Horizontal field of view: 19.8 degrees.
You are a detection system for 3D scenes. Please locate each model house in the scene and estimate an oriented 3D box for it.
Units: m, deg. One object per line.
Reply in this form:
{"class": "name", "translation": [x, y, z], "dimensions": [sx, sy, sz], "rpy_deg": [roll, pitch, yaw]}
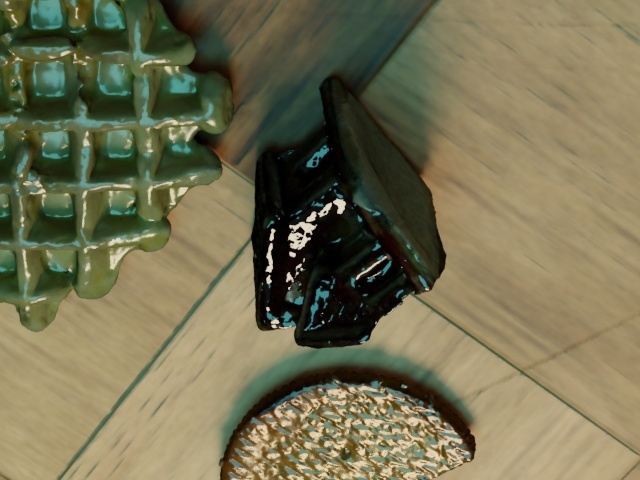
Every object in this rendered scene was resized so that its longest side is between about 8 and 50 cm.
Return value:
{"class": "model house", "translation": [0.001, 0.004, 1.245], "dimensions": [0.106, 0.165, 0.152], "rpy_deg": [36, 118, -27]}

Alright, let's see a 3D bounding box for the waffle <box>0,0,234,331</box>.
{"class": "waffle", "translation": [-0.224, -0.084, 1.278], "dimensions": [0.309, 0.056, 0.292], "rpy_deg": [-39, 104, 21]}

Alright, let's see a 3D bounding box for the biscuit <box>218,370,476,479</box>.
{"class": "biscuit", "translation": [0.006, 0.157, 1.375], "dimensions": [0.206, 0.025, 0.126], "rpy_deg": [-27, 109, 18]}
